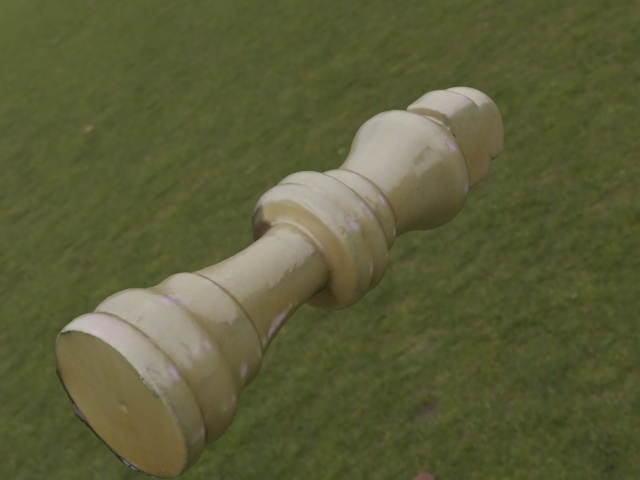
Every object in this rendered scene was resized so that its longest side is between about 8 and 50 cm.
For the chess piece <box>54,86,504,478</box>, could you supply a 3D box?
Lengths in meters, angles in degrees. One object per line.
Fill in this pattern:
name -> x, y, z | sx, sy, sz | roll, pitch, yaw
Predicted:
chess piece -> 0.000, 0.000, 0.817 | 0.117, 0.117, 0.397 | -7, 26, 49
